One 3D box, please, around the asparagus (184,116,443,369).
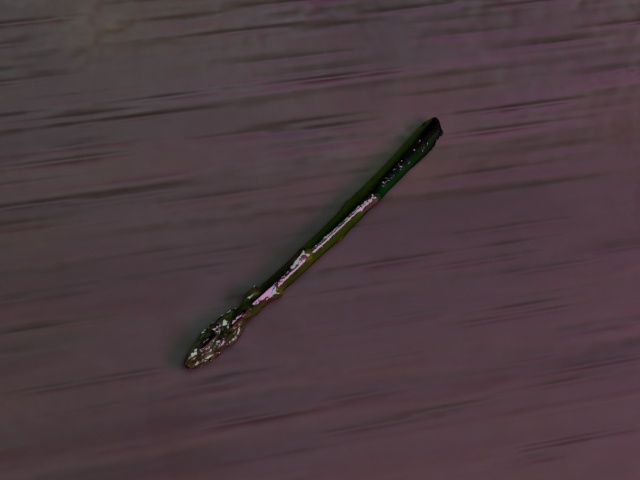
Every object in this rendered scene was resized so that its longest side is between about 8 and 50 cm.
[{"bbox_3d":[0.000,0.000,0.722,0.166,0.016,0.013,-44,120,-22],"label":"asparagus"}]
